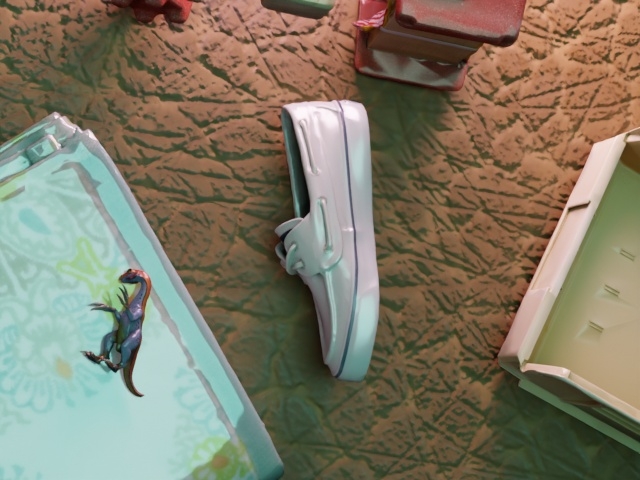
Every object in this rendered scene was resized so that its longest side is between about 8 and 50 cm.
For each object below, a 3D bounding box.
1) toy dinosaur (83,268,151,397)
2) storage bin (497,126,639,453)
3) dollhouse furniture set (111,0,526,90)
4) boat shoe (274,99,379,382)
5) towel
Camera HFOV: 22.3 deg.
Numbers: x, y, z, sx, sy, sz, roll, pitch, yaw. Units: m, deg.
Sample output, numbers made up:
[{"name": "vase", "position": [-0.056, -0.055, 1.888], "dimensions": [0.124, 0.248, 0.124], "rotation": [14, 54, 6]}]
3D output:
[{"name": "toy dinosaur", "position": [-0.159, 0.068, 1.334], "dimensions": [0.082, 0.047, 0.090], "rotation": [-54, 133, -22]}, {"name": "storage bin", "position": [0.341, 0.064, 1.533], "dimensions": [0.260, 0.123, 0.262], "rotation": [29, 76, -13]}, {"name": "dollhouse furniture set", "position": [-0.012, -0.255, 1.424], "dimensions": [0.374, 0.201, 0.152], "rotation": [10, 81, -10]}, {"name": "boat shoe", "position": [0.000, 0.000, 1.456], "dimensions": [0.084, 0.095, 0.258], "rotation": [1, 73, -14]}, {"name": "towel", "position": [-0.249, 0.120, 1.359], "dimensions": [0.320, 0.090, 0.374], "rotation": [-31, 94, -15]}]
